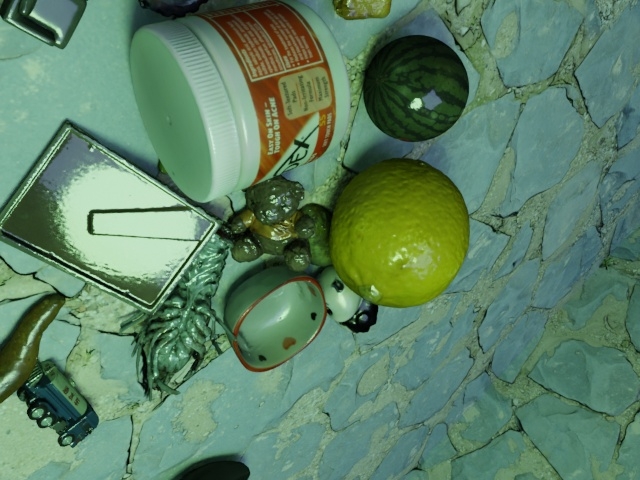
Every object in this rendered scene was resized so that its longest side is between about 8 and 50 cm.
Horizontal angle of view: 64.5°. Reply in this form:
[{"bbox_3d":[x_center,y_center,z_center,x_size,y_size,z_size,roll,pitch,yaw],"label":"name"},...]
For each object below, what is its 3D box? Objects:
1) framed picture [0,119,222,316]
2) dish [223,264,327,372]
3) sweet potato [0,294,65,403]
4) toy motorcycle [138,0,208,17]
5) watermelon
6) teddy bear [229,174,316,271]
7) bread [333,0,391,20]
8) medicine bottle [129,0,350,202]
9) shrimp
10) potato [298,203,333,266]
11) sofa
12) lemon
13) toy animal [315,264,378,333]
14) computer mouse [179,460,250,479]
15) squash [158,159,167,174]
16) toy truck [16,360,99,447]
[{"bbox_3d":[-0.336,-0.022,0.826,0.289,0.016,0.213,35,93,-30],"label":"framed picture"},{"bbox_3d":[-0.114,0.162,1.150,0.256,0.117,0.256,-22,132,-28],"label":"dish"},{"bbox_3d":[-0.556,0.226,0.833,0.346,0.079,0.108,-37,120,-19],"label":"sweet potato"},{"bbox_3d":[-0.147,-0.486,0.599,0.232,0.172,0.416,20,110,-52],"label":"toy motorcycle"},{"bbox_3d":[0.191,-0.300,1.017,0.212,0.212,0.212,-23,132,-28],"label":"watermelon"},{"bbox_3d":[-0.093,-0.047,1.012,0.140,0.177,0.190,-74,168,-53],"label":"teddy bear"},{"bbox_3d":[0.077,-0.487,0.867,0.114,0.083,0.211,-15,128,-27],"label":"bread"},{"bbox_3d":[-0.118,-0.212,0.762,0.241,0.252,0.252,-26,133,-28],"label":"medicine bottle"},{"bbox_3d":[-0.263,0.149,0.992,0.221,0.166,0.410,20,92,-13],"label":"shrimp"},{"bbox_3d":[0.000,0.000,1.183,0.119,0.054,0.198,-34,137,-21],"label":"potato"},{"bbox_3d":[-0.330,-0.324,0.643,0.085,0.060,0.147,23,102,-48],"label":"sofa"},{"bbox_3d":[0.172,-0.015,1.119,0.336,0.336,0.336,-23,132,-28],"label":"lemon"},{"bbox_3d":[0.054,0.138,1.270,0.179,0.166,0.138,32,95,-37],"label":"toy animal"},{"bbox_3d":[-0.312,0.659,1.364,0.270,0.086,0.137,10,121,-54],"label":"computer mouse"},{"bbox_3d":[-0.257,-0.150,0.860,0.027,0.027,0.083,-7,124,-38],"label":"squash"},{"bbox_3d":[-0.497,0.305,0.957,0.088,0.074,0.201,-38,138,-27],"label":"toy truck"}]
